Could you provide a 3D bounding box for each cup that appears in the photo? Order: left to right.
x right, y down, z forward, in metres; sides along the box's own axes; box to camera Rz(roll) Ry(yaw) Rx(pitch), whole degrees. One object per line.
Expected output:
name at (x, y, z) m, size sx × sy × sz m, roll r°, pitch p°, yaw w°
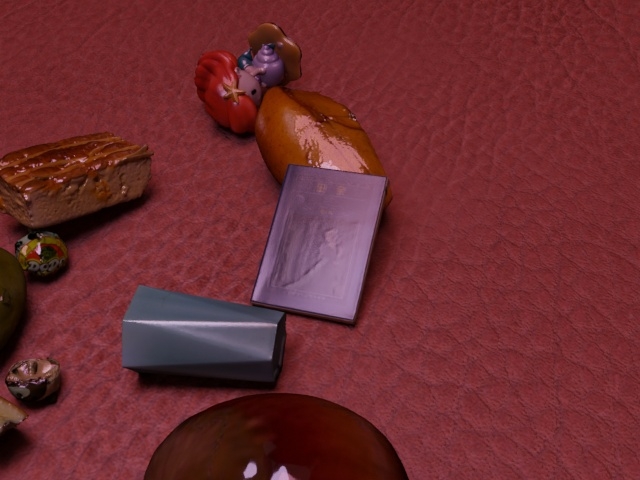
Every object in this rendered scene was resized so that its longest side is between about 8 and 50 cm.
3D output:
cup at (-0.176, 0.157, 1.193) m, size 0.235 × 0.148 × 0.134 m, roll 8°, pitch 17°, yaw 8°

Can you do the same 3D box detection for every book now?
book at (0.000, 0.000, 1.330) m, size 0.191 × 0.025 × 0.269 m, roll 10°, pitch 72°, yaw 16°

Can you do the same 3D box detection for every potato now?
potato at (-0.579, 0.091, 1.252) m, size 0.148 × 0.186 × 0.253 m, roll -35°, pitch 44°, yaw 11°

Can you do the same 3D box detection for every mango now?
mango at (0.011, -0.162, 1.495) m, size 0.199 × 0.201 × 0.350 m, roll -48°, pitch 58°, yaw 12°

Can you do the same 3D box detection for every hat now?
hat at (-0.445, 0.223, 1.190) m, size 0.077 × 0.059 × 0.076 m, roll -4°, pitch 26°, yaw -8°

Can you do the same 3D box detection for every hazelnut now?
hazelnut at (-0.032, 0.360, 0.805) m, size 0.359 × 0.359 × 0.409 m, roll -11°, pitch 51°, yaw -7°

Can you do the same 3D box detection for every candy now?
candy at (-0.561, -0.025, 1.467) m, size 0.091 × 0.083 × 0.305 m, roll 5°, pitch 25°, yaw -36°

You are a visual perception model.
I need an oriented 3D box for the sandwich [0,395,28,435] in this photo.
sandwich at (-0.536, 0.262, 1.138) m, size 0.244 × 0.088 × 0.090 m, roll 15°, pitch 37°, yaw 25°

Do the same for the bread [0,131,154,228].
bread at (-0.482, -0.124, 1.478) m, size 0.184 × 0.114 × 0.274 m, roll 22°, pitch 35°, yaw 39°

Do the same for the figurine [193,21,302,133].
figurine at (-0.182, -0.360, 1.734) m, size 0.208 × 0.181 × 0.257 m, roll 45°, pitch 54°, yaw -7°
